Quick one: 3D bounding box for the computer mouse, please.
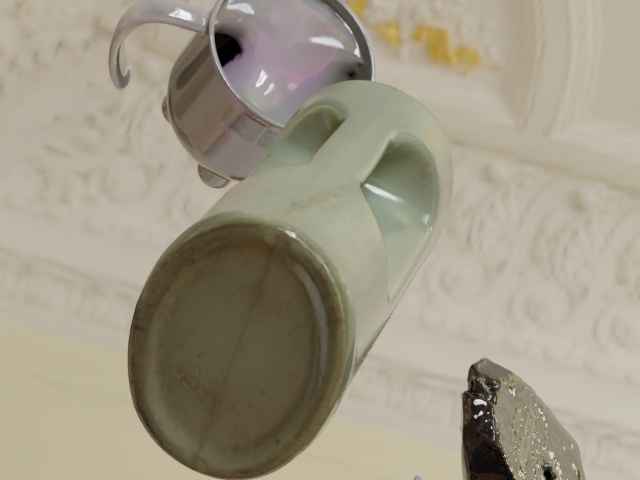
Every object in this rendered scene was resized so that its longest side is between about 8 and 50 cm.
[{"bbox_3d":[0.123,0.147,1.298,0.057,0.099,0.172,-11,-51,31],"label":"computer mouse"}]

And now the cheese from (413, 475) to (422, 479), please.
[{"bbox_3d":[0.100,0.333,2.055,0.052,0.244,0.135,-27,-85,22],"label":"cheese"}]

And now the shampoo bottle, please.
[{"bbox_3d":[0.000,0.000,0.852,0.087,0.234,0.118,23,-62,7],"label":"shampoo bottle"}]

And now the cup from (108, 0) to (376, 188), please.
[{"bbox_3d":[-0.066,-0.109,1.501,0.173,0.134,0.142,-8,-18,-31],"label":"cup"}]
